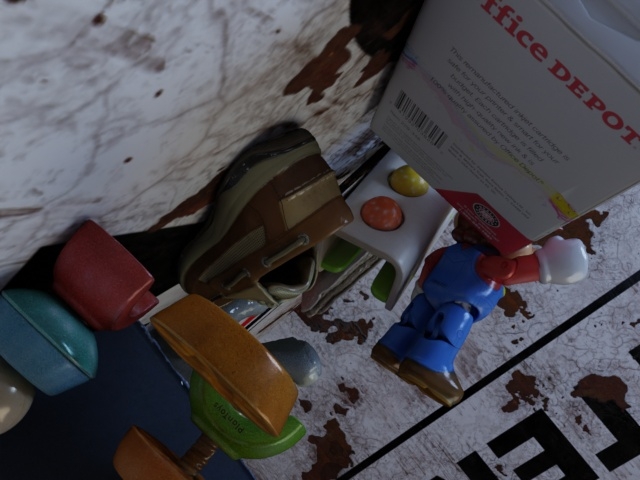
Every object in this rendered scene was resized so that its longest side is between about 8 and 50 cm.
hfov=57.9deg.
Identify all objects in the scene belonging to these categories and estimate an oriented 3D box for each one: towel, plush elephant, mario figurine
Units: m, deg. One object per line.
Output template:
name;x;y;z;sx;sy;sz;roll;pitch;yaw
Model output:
towel;0.044;0.020;1.155;0.282;0.049;0.187;-46;-152;39
plush elephant;-0.179;0.260;0.927;0.330;0.272;0.255;-17;122;-30
mario figurine;0.216;0.059;0.745;0.320;0.198;0.170;-56;151;-7

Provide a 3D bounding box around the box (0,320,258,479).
box;-0.362;0.353;0.553;0.480;0.297;0.472;-34;169;-38

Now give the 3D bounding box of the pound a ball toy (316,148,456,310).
pound a ball toy;0.070;-0.054;0.819;0.319;0.208;0.135;-48;159;-38

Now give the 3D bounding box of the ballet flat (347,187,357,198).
ballet flat;0.120;-0.104;1.018;0.072;0.068;0.213;-33;171;-42

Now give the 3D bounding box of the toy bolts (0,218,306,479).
toy bolts;-0.140;0.107;0.378;0.158;0.228;0.218;-47;171;-21

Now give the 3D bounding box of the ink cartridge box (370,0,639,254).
ink cartridge box;0.192;-0.134;0.536;0.131;0.226;0.306;-42;174;-17

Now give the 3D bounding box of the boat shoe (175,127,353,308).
boat shoe;-0.066;0.018;0.621;0.123;0.120;0.324;-34;172;-32
